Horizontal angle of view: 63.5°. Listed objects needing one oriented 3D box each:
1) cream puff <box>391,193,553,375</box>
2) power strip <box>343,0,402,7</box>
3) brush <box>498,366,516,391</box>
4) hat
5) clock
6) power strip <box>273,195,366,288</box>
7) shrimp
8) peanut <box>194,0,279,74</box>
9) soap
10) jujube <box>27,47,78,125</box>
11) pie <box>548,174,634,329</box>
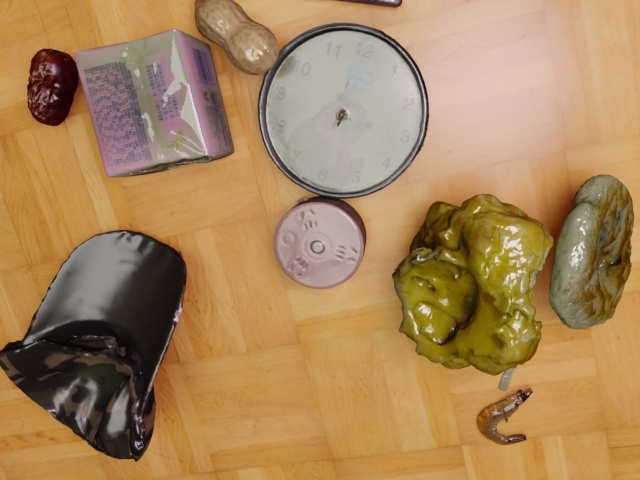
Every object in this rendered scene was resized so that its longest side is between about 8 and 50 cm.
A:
[{"bbox_3d":[0.202,0.063,0.749,0.185,0.282,0.281,4,106,-12],"label":"cream puff"},{"bbox_3d":[0.006,-0.427,0.782,0.279,0.037,0.109,10,106,7],"label":"power strip"},{"bbox_3d":[0.332,0.229,0.906,0.016,0.013,0.083,15,108,4],"label":"brush"},{"bbox_3d":[-0.374,0.193,0.968,0.366,0.257,0.381,29,71,18],"label":"hat"},{"bbox_3d":[0.035,-0.203,0.825,0.281,0.055,0.280,2,105,9],"label":"clock"},{"bbox_3d":[0.000,0.000,0.870,0.154,0.078,0.154,3,105,9],"label":"power strip"},{"bbox_3d":[0.342,0.313,0.919,0.091,0.025,0.127,36,111,-1],"label":"shrimp"},{"bbox_3d":[-0.133,-0.319,0.793,0.187,0.082,0.082,44,108,16],"label":"peanut"},{"bbox_3d":[-0.258,-0.211,0.829,0.182,0.138,0.199,-9,102,11],"label":"soap"},{"bbox_3d":[-0.456,-0.259,0.883,0.077,0.077,0.129,18,108,5],"label":"jujube"},{"bbox_3d":[0.396,0.021,0.745,0.054,0.241,0.240,14,110,45],"label":"pie"}]
